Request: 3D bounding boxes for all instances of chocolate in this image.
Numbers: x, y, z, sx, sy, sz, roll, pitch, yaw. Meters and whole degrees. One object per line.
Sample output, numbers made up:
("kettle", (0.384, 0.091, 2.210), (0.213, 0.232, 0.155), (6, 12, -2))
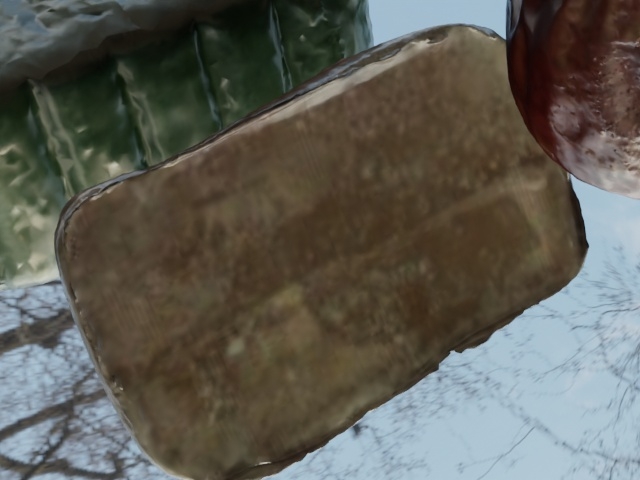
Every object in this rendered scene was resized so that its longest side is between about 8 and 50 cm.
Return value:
("chocolate", (0.000, 0.000, 0.734), (0.303, 0.100, 0.185), (-29, -69, -25))

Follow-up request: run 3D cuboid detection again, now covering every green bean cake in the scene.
("green bean cake", (-0.151, -0.136, 0.868), (0.308, 0.169, 0.300), (-26, -137, -17))

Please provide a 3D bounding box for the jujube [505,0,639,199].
("jujube", (0.171, -0.131, 0.527), (0.183, 0.183, 0.243), (23, -60, 15))
